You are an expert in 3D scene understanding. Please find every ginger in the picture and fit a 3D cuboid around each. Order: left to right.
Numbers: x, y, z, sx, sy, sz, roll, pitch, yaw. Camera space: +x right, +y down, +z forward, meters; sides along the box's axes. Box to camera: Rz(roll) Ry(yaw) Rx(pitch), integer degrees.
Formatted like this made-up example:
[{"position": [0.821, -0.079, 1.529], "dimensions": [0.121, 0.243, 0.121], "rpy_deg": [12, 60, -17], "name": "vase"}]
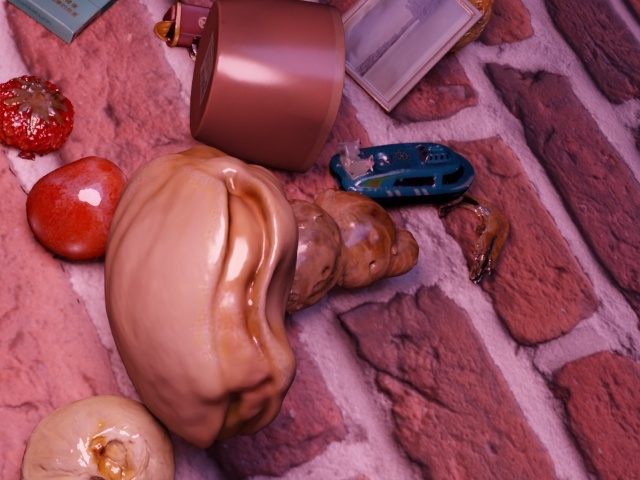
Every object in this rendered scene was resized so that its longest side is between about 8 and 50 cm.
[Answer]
[{"position": [0.000, 0.000, 1.585], "dimensions": [0.375, 0.176, 0.256], "rpy_deg": [-1, 46, -29], "name": "ginger"}]

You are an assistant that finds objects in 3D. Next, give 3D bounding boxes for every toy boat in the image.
[{"position": [0.171, -0.147, 1.794], "dimensions": [0.299, 0.092, 0.134], "rpy_deg": [-7, 48, -26], "name": "toy boat"}]

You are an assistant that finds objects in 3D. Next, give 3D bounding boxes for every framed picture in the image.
[{"position": [0.164, -0.435, 1.944], "dimensions": [0.213, 0.016, 0.289], "rpy_deg": [44, 84, 3], "name": "framed picture"}]

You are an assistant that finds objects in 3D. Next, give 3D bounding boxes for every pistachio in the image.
[{"position": [-0.157, 0.063, 1.322], "dimensions": [0.281, 0.365, 0.445], "rpy_deg": [1, 61, -26], "name": "pistachio"}]

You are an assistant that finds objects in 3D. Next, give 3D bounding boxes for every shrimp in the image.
[{"position": [0.295, -0.016, 1.830], "dimensions": [0.152, 0.046, 0.219], "rpy_deg": [31, 46, -9], "name": "shrimp"}]

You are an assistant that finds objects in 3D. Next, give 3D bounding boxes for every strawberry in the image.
[{"position": [-0.466, -0.207, 1.516], "dimensions": [0.145, 0.086, 0.145], "rpy_deg": [13, 57, -21], "name": "strawberry"}]

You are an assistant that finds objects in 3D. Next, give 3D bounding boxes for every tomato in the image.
[{"position": [-0.362, -0.051, 1.433], "dimensions": [0.167, 0.167, 0.167], "rpy_deg": [14, 55, -21], "name": "tomato"}]

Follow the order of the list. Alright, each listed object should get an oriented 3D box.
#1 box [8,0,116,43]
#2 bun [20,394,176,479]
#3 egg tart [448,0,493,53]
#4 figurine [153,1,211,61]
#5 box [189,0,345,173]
[{"position": [-0.455, -0.474, 1.717], "dimensions": [0.162, 0.041, 0.229], "rpy_deg": [35, 51, -5], "name": "box"}, {"position": [-0.290, 0.300, 1.261], "dimensions": [0.222, 0.127, 0.222], "rpy_deg": [17, 51, -22], "name": "bun"}, {"position": [0.271, -0.526, 2.057], "dimensions": [0.234, 0.234, 0.094], "rpy_deg": [4, 21, -27], "name": "egg tart"}, {"position": [-0.240, -0.384, 1.767], "dimensions": [0.154, 0.082, 0.098], "rpy_deg": [1, 80, -28], "name": "figurine"}, {"position": [-0.102, -0.277, 1.638], "dimensions": [0.216, 0.301, 0.301], "rpy_deg": [7, 57, -16], "name": "box"}]
